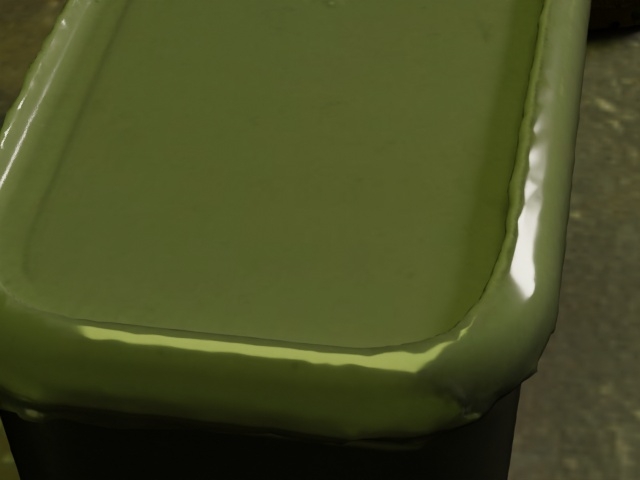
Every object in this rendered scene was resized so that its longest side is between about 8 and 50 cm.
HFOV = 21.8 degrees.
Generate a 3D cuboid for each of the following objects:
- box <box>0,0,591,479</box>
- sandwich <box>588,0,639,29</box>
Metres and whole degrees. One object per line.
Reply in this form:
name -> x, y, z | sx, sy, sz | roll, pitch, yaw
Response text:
box -> 0.000, 0.000, 0.461 | 0.138, 0.178, 0.274 | 6, 41, 9
sandwich -> 0.086, -0.117, 0.706 | 0.135, 0.029, 0.067 | 18, 39, 24
